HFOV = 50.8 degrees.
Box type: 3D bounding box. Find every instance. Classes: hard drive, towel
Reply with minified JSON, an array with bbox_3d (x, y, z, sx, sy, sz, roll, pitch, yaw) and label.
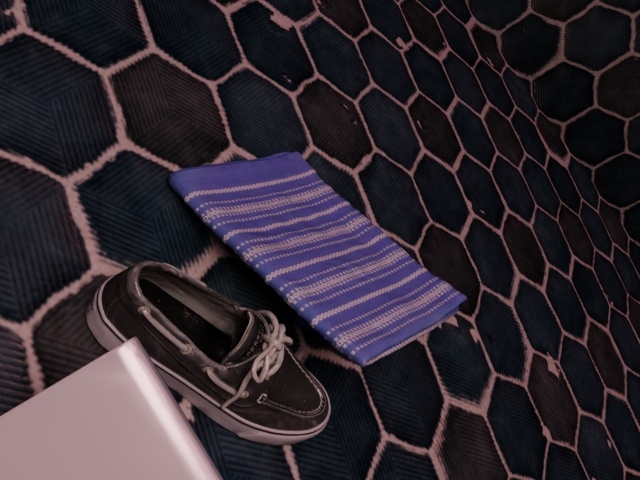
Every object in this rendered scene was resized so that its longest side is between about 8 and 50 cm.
[{"bbox_3d":[-0.146,0.261,0.488,0.210,0.040,0.318,-31,90,-9],"label":"hard drive"},{"bbox_3d":[0.000,0.000,0.826,0.336,0.040,0.243,41,32,23],"label":"towel"}]

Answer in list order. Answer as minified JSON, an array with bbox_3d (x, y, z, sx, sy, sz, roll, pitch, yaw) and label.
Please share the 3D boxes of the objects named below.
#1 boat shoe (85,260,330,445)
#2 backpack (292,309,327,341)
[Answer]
[{"bbox_3d":[-0.086,0.117,0.707,0.306,0.105,0.113,40,41,-23],"label":"boat shoe"},{"bbox_3d":[0.024,0.082,0.866,0.120,0.098,0.101,-7,91,-53],"label":"backpack"}]
